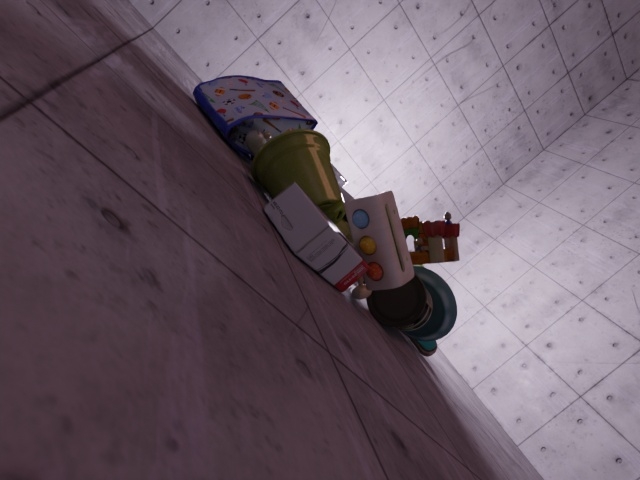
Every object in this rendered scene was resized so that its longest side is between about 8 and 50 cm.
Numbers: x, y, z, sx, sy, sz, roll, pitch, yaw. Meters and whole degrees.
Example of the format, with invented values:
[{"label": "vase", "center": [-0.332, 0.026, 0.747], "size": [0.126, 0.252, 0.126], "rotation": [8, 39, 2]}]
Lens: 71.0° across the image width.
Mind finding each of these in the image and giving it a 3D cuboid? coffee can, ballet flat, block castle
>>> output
[{"label": "coffee can", "center": [0.292, 0.217, 1.617], "size": [0.201, 0.201, 0.275], "rotation": [51, 5, 22]}, {"label": "ballet flat", "center": [0.405, 0.391, 2.016], "size": [0.316, 0.107, 0.106], "rotation": [59, -10, 36]}, {"label": "block castle", "center": [0.322, 0.001, 1.834], "size": [0.303, 0.453, 0.213], "rotation": [2, 82, -58]}]

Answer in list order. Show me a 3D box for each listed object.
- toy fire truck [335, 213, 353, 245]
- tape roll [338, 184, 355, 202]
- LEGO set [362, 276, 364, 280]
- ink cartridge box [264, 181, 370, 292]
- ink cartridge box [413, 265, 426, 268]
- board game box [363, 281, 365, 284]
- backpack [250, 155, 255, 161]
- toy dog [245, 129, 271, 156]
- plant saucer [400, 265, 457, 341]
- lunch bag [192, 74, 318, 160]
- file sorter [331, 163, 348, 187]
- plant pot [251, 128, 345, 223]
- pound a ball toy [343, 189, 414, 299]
[{"label": "toy fire truck", "center": [0.140, 0.030, 1.606], "size": [0.246, 0.158, 0.217], "rotation": [24, 23, -54]}, {"label": "tape roll", "center": [0.087, -0.162, 2.250], "size": [0.246, 0.169, 0.246], "rotation": [43, 2, -2]}, {"label": "LEGO set", "center": [0.261, 0.192, 2.009], "size": [0.182, 0.060, 0.244], "rotation": [32, 14, 27]}, {"label": "ink cartridge box", "center": [-0.005, -0.004, 1.212], "size": [0.197, 0.114, 0.273], "rotation": [53, 6, 38]}, {"label": "ink cartridge box", "center": [0.403, 0.217, 2.200], "size": [0.115, 0.273, 0.198], "rotation": [45, 5, -16]}, {"label": "board game box", "center": [0.200, 0.169, 2.213], "size": [0.126, 0.026, 0.186], "rotation": [49, 5, 12]}, {"label": "backpack", "center": [-0.139, -0.321, 1.996], "size": [0.263, 0.213, 0.276], "rotation": [58, 8, 29]}, {"label": "toy dog", "center": [-0.128, -0.275, 1.664], "size": [0.220, 0.161, 0.334], "rotation": [66, 8, 28]}, {"label": "plant saucer", "center": [0.387, 0.261, 1.800], "size": [0.317, 0.317, 0.043], "rotation": [50, 37, 15]}, {"label": "lunch bag", "center": [-0.270, -0.482, 1.762], "size": [0.385, 0.239, 0.328], "rotation": [-6, 45, -42]}, {"label": "file sorter", "center": [-0.032, -0.303, 2.400], "size": [0.193, 0.277, 0.173], "rotation": [50, 9, 13]}, {"label": "plant pot", "center": [-0.049, -0.162, 1.419], "size": [0.276, 0.276, 0.254], "rotation": [40, 22, -60]}, {"label": "pound a ball toy", "center": [0.140, 0.031, 1.347], "size": [0.135, 0.208, 0.319], "rotation": [-22, 99, -48]}]
